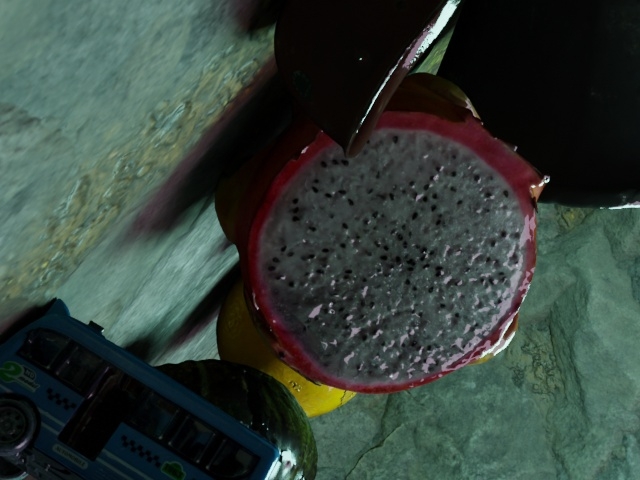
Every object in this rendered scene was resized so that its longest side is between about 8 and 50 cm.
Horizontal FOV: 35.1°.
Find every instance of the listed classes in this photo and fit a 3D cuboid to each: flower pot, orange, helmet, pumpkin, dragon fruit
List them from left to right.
[{"bbox_3d":[-0.164,0.268,1.286,0.320,0.192,0.320,-8,154,-4],"label":"pumpkin"},{"bbox_3d":[-0.028,0.132,1.457,0.246,0.246,0.246,-47,173,-7],"label":"orange"},{"bbox_3d":[0.029,-0.158,0.738,0.175,0.106,0.155,-50,174,-34],"label":"helmet"},{"bbox_3d":[0.052,-0.023,0.982,0.305,0.305,0.226,-49,-156,9],"label":"dragon fruit"},{"bbox_3d":[0.285,-0.215,1.175,0.379,0.379,0.251,-39,139,-51],"label":"flower pot"}]

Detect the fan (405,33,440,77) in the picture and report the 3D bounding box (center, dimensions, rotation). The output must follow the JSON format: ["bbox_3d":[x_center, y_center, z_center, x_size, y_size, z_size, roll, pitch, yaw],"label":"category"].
[{"bbox_3d":[0.093,-0.207,1.263,0.223,0.012,0.294,-44,173,-29],"label":"fan"}]

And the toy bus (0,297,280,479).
[{"bbox_3d":[-0.164,0.164,0.818,0.134,0.246,0.113,-57,178,-29],"label":"toy bus"}]
